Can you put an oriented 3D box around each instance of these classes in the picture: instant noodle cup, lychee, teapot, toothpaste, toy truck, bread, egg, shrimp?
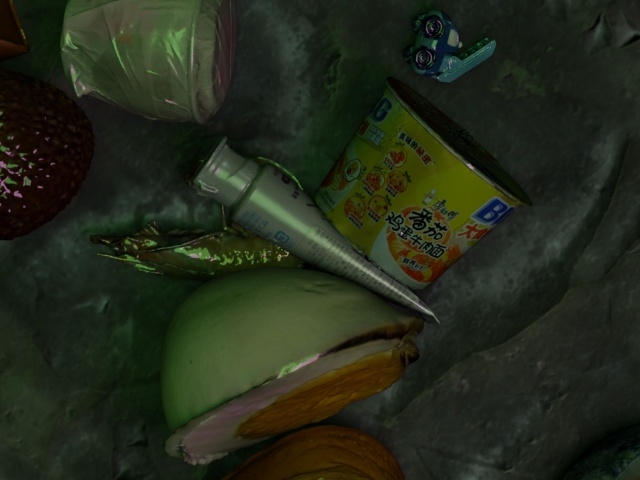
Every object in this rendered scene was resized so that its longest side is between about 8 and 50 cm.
[{"bbox_3d":[0.100,-0.051,1.648,0.205,0.205,0.153,40,105,-4],"label":"instant noodle cup"},{"bbox_3d":[-0.334,-0.088,1.640,0.194,0.194,0.195,0,96,0],"label":"lychee"},{"bbox_3d":[-0.183,-0.238,1.635,0.178,0.163,0.222,6,96,6],"label":"teapot"},{"bbox_3d":[0.000,0.000,1.668,0.299,0.114,0.073,35,83,-10],"label":"toothpaste"},{"bbox_3d":[0.141,-0.208,1.696,0.090,0.056,0.073,13,100,-15],"label":"toy truck"},{"bbox_3d":[-0.026,0.323,1.696,0.269,0.143,0.195,-42,107,10],"label":"bread"},{"bbox_3d":[-0.049,0.103,1.630,0.286,0.264,0.174,-31,73,31],"label":"egg"},{"bbox_3d":[-0.125,-0.020,1.715,0.250,0.052,0.144,0,89,-10],"label":"shrimp"}]

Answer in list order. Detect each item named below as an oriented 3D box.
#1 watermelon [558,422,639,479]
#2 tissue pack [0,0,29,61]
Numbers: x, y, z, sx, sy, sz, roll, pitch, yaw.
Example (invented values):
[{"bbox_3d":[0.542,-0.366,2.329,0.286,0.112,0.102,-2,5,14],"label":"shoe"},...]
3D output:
[{"bbox_3d":[0.339,0.324,1.729,0.226,0.148,0.318,44,80,-22],"label":"watermelon"},{"bbox_3d":[-0.467,-0.221,1.618,0.274,0.194,0.145,-19,96,1],"label":"tissue pack"}]
